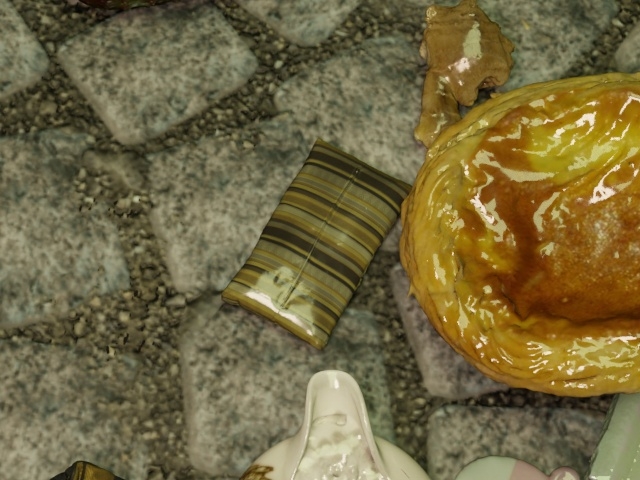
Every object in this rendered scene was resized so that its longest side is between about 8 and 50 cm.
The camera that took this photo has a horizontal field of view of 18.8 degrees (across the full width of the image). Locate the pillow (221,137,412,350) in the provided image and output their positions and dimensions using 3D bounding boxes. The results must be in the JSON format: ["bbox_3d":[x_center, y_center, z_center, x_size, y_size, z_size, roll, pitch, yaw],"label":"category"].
[{"bbox_3d":[0.000,0.000,1.854,0.113,0.038,0.203,27,63,5],"label":"pillow"}]

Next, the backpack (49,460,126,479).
[{"bbox_3d":[-0.198,0.317,1.596,0.206,0.133,0.258,24,28,-1],"label":"backpack"}]

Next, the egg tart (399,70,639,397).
[{"bbox_3d":[0.250,0.001,1.819,0.352,0.150,0.352,-4,62,8],"label":"egg tart"}]

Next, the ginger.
[{"bbox_3d":[0.145,-0.162,1.941,0.096,0.067,0.165,8,77,-5],"label":"ginger"}]

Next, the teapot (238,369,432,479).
[{"bbox_3d":[0.019,0.270,1.675,0.204,0.139,0.298,-6,66,-14],"label":"teapot"}]

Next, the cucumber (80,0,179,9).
[{"bbox_3d":[-0.089,-0.302,1.952,0.359,0.096,0.096,-14,68,-16],"label":"cucumber"}]

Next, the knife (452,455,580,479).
[{"bbox_3d":[0.191,0.383,1.704,0.132,0.038,0.399,-2,67,-8],"label":"knife"}]

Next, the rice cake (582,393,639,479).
[{"bbox_3d":[0.351,0.182,1.823,0.189,0.037,0.198,30,64,7],"label":"rice cake"}]
